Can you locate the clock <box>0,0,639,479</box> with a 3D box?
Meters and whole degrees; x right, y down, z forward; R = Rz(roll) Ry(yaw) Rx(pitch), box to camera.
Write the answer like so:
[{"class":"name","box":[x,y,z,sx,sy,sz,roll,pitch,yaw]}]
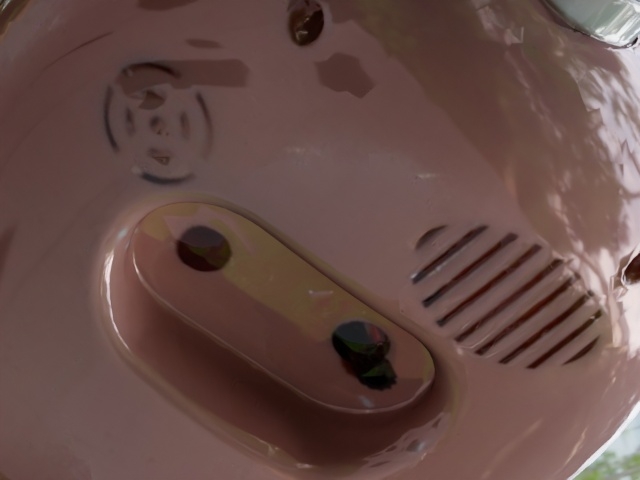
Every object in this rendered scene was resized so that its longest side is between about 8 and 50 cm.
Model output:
[{"class":"clock","box":[0.000,0.000,0.430,0.241,0.227,0.142,-43,-160,32]}]
